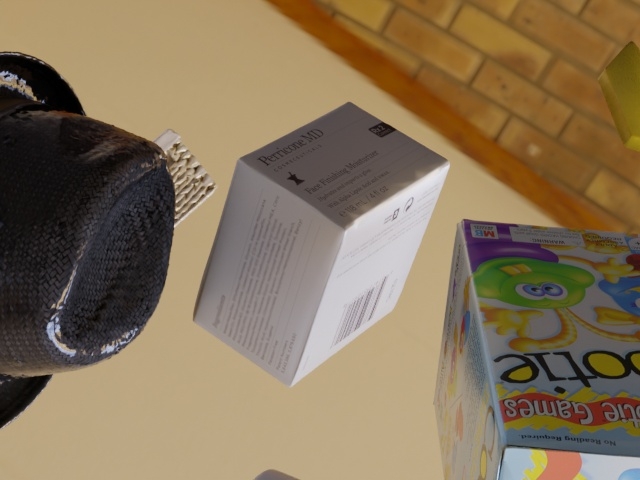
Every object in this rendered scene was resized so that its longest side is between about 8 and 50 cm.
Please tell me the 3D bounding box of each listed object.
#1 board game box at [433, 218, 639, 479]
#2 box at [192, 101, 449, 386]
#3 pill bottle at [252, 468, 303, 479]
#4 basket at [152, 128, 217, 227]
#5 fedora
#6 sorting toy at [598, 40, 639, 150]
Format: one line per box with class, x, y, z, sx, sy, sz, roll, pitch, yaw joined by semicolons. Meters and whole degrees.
board game box;0.152;0.110;0.850;0.142;0.144;0.275;4;-156;-1
box;0.000;0.000;1.287;0.119;0.182;0.181;32;-144;20
pill bottle;0.086;0.394;1.479;0.392;0.224;0.224;21;-156;17
basket;-0.225;-0.055;1.904;0.103;0.167;0.113;48;-122;-4
fedora;-0.217;0.005;1.195;0.152;0.334;0.334;4;-162;23
sorting toy;0.274;-0.042;0.658;0.307;0.229;0.041;16;169;1
